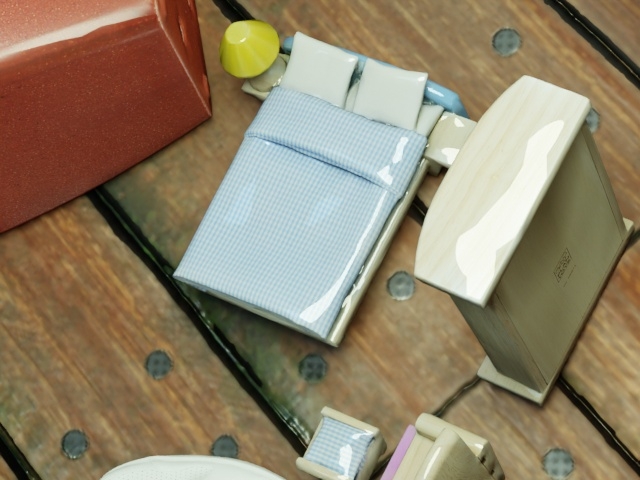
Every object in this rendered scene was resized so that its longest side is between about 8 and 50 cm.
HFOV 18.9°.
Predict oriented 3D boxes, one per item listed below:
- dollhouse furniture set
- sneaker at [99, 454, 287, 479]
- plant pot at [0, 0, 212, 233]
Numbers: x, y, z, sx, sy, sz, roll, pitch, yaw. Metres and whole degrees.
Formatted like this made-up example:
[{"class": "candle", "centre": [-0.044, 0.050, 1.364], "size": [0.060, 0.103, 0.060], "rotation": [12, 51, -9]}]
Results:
[{"class": "dollhouse furniture set", "centre": [0.000, 0.000, 1.214], "size": [0.303, 0.198, 0.286], "rotation": [23, 77, 25]}, {"class": "sneaker", "centre": [-0.052, 0.194, 1.213], "size": [0.293, 0.169, 0.108], "rotation": [14, 82, 26]}, {"class": "plant pot", "centre": [-0.216, -0.171, 1.351], "size": [0.236, 0.267, 0.267], "rotation": [-11, 70, 5]}]
